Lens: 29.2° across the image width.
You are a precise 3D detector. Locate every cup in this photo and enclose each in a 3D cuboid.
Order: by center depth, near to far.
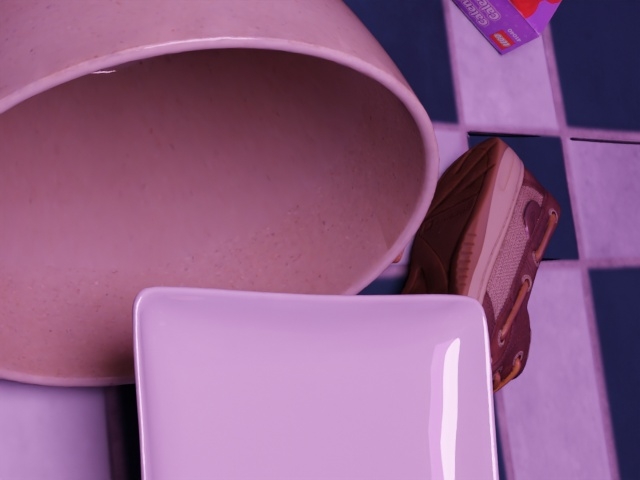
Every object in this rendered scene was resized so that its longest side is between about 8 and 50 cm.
[{"bbox_3d":[-0.120,-0.091,0.780,0.331,0.331,0.237,5,50,-34],"label":"cup"}]

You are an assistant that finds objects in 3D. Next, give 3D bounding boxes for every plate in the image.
[{"bbox_3d":[0.001,0.172,0.800,0.278,0.045,0.277,3,78,-32],"label":"plate"}]

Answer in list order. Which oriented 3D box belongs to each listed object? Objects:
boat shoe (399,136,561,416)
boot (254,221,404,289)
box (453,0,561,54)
[{"bbox_3d":[0.123,0.077,0.998,0.123,0.123,0.342,36,54,-21],"label":"boat shoe"},{"bbox_3d":[0.000,0.000,0.960,0.152,0.073,0.197,20,70,-34],"label":"boot"},{"bbox_3d":[0.187,-0.349,1.187,0.201,0.057,0.293,44,57,-17],"label":"box"}]
